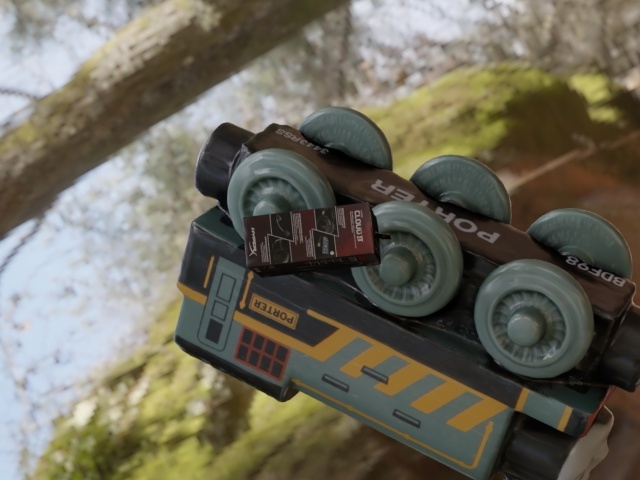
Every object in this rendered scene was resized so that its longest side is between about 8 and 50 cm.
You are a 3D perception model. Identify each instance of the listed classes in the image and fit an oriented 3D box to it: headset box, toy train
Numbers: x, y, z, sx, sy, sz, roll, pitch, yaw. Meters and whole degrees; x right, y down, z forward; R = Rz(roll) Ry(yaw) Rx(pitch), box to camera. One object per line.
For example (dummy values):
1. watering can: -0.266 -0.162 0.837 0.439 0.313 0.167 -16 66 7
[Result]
1. headset box: 0.000 0.000 0.970 0.062 0.083 0.032 52 -148 -81
2. toy train: 0.056 0.043 1.086 0.334 0.190 0.142 25 -150 14
